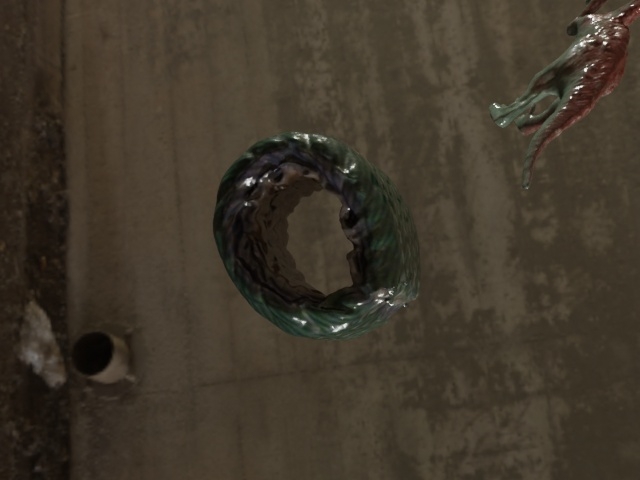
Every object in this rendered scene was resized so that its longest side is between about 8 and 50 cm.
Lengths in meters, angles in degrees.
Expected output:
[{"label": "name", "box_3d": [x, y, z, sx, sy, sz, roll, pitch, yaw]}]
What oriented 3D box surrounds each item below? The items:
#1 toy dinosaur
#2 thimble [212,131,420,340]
[{"label": "toy dinosaur", "box_3d": [0.206, -0.128, 0.634, 0.053, 0.167, 0.242, 48, 38, -13]}, {"label": "thimble", "box_3d": [-0.002, -0.001, 0.537, 0.135, 0.118, 0.090, 64, 17, 14]}]
